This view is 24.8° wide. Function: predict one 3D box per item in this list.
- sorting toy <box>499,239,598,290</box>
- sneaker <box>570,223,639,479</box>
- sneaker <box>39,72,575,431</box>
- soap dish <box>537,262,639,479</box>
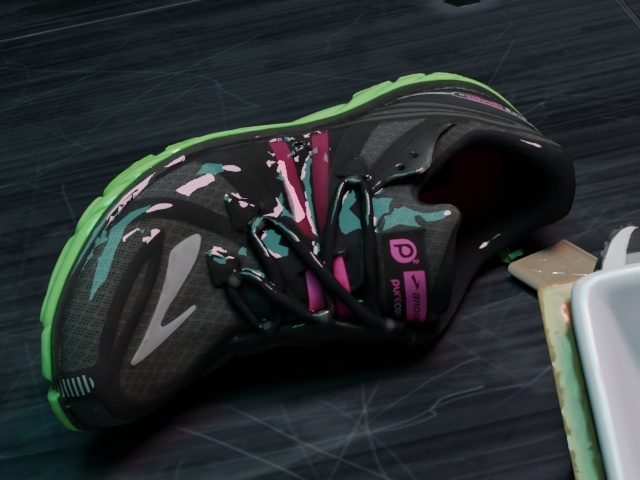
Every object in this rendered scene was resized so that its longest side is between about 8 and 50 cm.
[{"bbox_3d":[0.187,0.020,1.203,0.062,0.012,0.083,-25,36,-25],"label":"sorting toy"},{"bbox_3d":[0.232,0.094,1.015,0.108,0.100,0.271,5,41,7],"label":"sneaker"},{"bbox_3d":[0.000,0.000,1.130,0.483,0.185,0.202,-29,33,-25],"label":"sneaker"},{"bbox_3d":[0.260,0.145,0.816,0.229,0.118,0.290,-9,60,3],"label":"soap dish"}]
